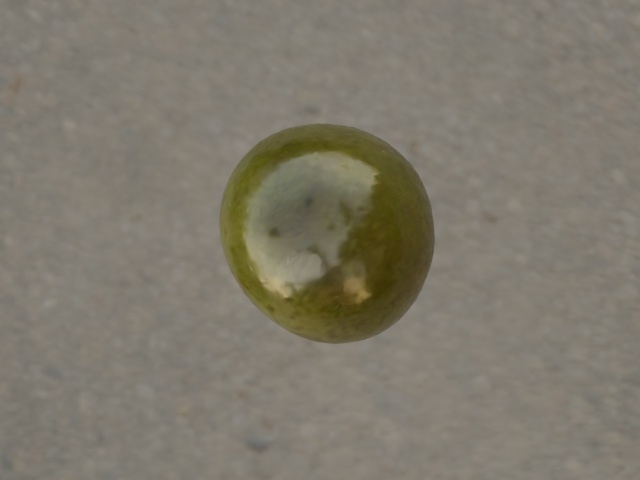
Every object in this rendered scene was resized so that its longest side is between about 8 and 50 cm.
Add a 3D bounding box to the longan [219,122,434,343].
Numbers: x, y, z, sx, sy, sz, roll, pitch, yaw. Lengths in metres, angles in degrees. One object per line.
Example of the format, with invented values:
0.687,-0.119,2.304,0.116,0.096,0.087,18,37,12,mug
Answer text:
0.000,0.000,0.606,0.075,0.075,0.083,62,151,15,longan
